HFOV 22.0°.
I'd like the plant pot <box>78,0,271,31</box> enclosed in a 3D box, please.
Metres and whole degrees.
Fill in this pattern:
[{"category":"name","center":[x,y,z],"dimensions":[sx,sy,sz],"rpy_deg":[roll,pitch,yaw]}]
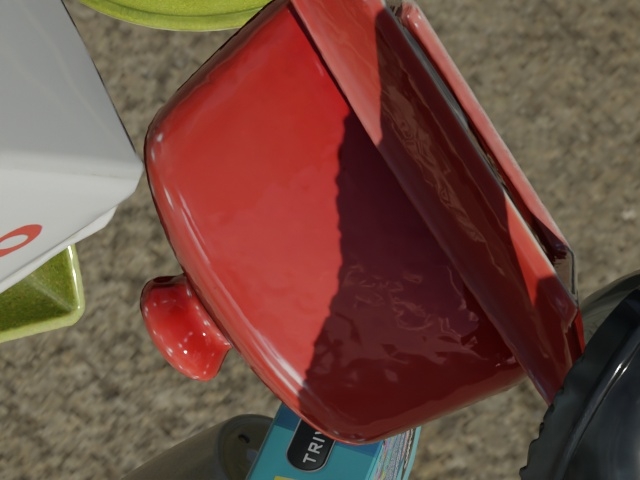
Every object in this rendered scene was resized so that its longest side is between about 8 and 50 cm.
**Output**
[{"category":"plant pot","center":[-0.104,-0.397,1.191],"dimensions":[0.366,0.353,0.367],"rpy_deg":[-2,67,6]}]

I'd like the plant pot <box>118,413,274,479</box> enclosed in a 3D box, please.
[{"category":"plant pot","center":[-0.106,0.289,1.472],"dimensions":[0.256,0.274,0.256],"rpy_deg":[28,32,-19]}]

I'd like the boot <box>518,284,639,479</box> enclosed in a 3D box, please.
[{"category":"boot","center":[0.083,0.080,0.332],"dimensions":[0.099,0.121,0.045],"rpy_deg":[31,27,28]}]

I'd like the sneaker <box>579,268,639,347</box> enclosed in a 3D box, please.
[{"category":"sneaker","center":[0.237,0.012,0.829],"dimensions":[0.087,0.227,0.130],"rpy_deg":[52,45,-14]}]

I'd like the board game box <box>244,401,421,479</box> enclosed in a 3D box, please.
[{"category":"board game box","center":[0.005,0.190,1.206],"dimensions":[0.079,0.254,0.336],"rpy_deg":[16,42,9]}]

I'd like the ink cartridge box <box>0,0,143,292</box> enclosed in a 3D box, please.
[{"category":"ink cartridge box","center":[-0.153,-0.013,0.290],"dimensions":[0.087,0.153,0.208],"rpy_deg":[64,20,13]}]

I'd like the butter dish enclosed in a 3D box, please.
[{"category":"butter dish","center":[0.000,0.000,0.490],"dimensions":[0.160,0.118,0.160],"rpy_deg":[58,11,-2]}]

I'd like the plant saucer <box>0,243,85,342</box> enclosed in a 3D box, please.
[{"category":"plant saucer","center":[-0.241,-0.025,0.928],"dimensions":[0.188,0.045,0.188],"rpy_deg":[-14,109,-19]}]
